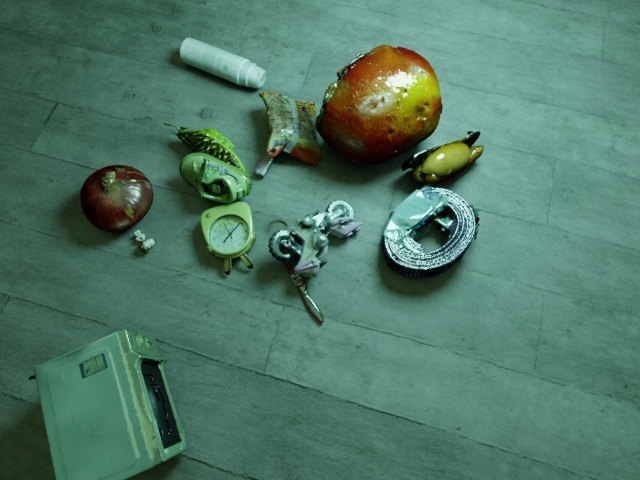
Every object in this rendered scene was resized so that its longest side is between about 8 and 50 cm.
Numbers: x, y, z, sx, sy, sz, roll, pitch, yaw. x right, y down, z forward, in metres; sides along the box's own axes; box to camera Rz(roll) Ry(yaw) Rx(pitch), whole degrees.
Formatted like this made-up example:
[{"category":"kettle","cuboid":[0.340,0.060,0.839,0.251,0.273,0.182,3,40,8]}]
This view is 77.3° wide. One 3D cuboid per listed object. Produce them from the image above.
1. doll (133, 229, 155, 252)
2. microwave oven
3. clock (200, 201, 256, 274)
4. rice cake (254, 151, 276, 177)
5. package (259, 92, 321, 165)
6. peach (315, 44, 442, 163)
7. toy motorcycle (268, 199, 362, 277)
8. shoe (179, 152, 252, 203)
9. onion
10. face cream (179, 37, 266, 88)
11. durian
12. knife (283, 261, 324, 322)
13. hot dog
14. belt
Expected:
[{"category":"doll","cuboid":[-0.598,0.004,1.343,0.085,0.040,0.058,29,61,6]},{"category":"microwave oven","cuboid":[-0.558,0.462,1.092,0.287,0.218,0.354,-24,73,-6]},{"category":"clock","cuboid":[-0.296,-0.006,1.327,0.170,0.069,0.231,-14,73,-5]},{"category":"rice cake","cuboid":[-0.179,-0.318,1.448,0.047,0.036,0.206,27,72,-7]},{"category":"package","cuboid":[-0.096,-0.410,1.425,0.224,0.108,0.287,4,69,-29]},{"category":"peach","cuboid":[0.187,-0.437,1.329,0.418,0.339,0.352,-8,71,3]},{"category":"toy motorcycle","cuboid":[0.000,0.000,1.294,0.327,0.143,0.188,-30,82,-25]},{"category":"shoe","cuboid":[-0.360,-0.213,1.342,0.263,0.128,0.139,19,114,4]},{"category":"onion","cuboid":[-0.690,-0.150,1.344,0.249,0.161,0.247,-8,69,21]},{"category":"face cream","cuboid":[-0.368,-0.676,1.540,0.346,0.102,0.101,25,73,8]},{"category":"durian","cuboid":[-0.383,-0.332,1.406,0.375,0.132,0.106,36,118,7]},{"category":"knife","cuboid":[-0.055,0.158,1.295,0.036,0.018,0.247,-31,72,-7]},{"category":"hot dog","cuboid":[0.436,-0.267,1.349,0.326,0.194,0.107,-24,85,-10]},{"category":"belt","cuboid":[0.344,-0.024,1.296,0.325,0.122,0.260,-39,69,-10]}]
